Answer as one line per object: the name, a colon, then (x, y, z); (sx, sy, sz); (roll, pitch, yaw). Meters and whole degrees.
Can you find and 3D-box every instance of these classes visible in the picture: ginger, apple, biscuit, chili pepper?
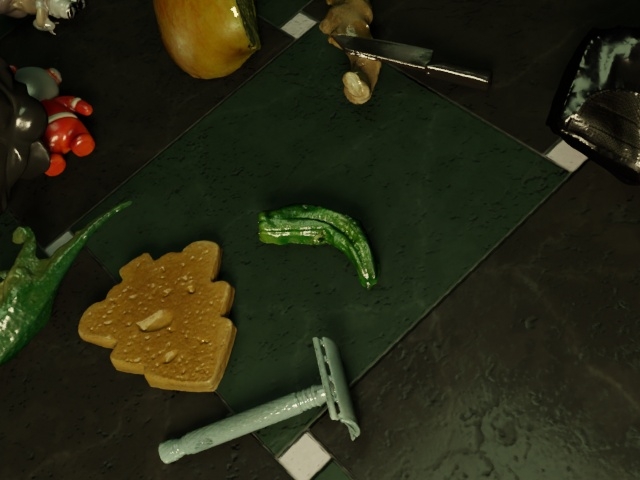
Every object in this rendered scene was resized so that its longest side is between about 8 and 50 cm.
ginger: (0.043, -0.296, 1.248); (0.089, 0.075, 0.288); (-3, 51, 2)
apple: (-0.173, -0.422, 1.357); (0.254, 0.179, 0.346); (-41, 41, 38)
biscuit: (-0.186, 0.104, 1.070); (0.212, 0.041, 0.239); (-32, 53, -12)
chili pepper: (0.005, -0.004, 1.074); (0.182, 0.050, 0.073); (22, 59, 27)

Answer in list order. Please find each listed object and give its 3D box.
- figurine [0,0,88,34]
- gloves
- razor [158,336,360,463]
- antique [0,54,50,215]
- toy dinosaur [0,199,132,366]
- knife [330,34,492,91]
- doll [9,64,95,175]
figurine: (-0.522, -0.443, 1.520); (0.228, 0.112, 0.137); (20, 60, 18)
gloves: (0.421, -0.150, 0.974); (0.301, 0.152, 0.197); (19, 85, 21)
razor: (-0.075, 0.200, 0.962); (0.231, 0.068, 0.106); (-22, 51, 11)
antique: (-0.530, -0.129, 1.237); (0.255, 0.185, 0.322); (31, 99, 41)
toy dinosaur: (-0.392, 0.140, 1.085); (0.447, 0.087, 0.301); (-37, 52, 0)
knife: (0.125, -0.252, 1.174); (0.230, 0.028, 0.060); (14, 45, 3)
doll: (-0.445, -0.202, 1.346); (0.142, 0.076, 0.245); (-37, 57, -9)
